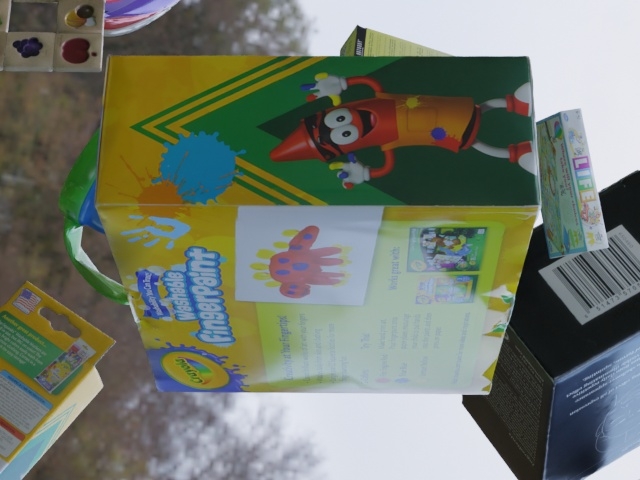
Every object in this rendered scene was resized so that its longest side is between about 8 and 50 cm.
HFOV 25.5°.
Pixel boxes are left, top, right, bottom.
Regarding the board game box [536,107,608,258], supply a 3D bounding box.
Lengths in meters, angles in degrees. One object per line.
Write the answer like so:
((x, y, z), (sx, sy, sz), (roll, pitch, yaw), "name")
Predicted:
((0.270, -0.061, 1.562), (0.103, 0.026, 0.154), (162, -82, -76), "board game box")

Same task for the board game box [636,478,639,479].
((0.469, 0.488, 1.986), (0.291, 0.141, 0.232), (-63, -174, -28), "board game box")

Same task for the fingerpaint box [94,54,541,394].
((0.000, 0.000, 1.377), (0.445, 0.371, 0.163), (86, 4, -64), "fingerpaint box")

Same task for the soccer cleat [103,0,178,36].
((-0.105, -0.305, 1.352), (0.108, 0.318, 0.116), (57, -4, 1), "soccer cleat")

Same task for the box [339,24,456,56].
((0.137, -0.184, 1.732), (0.058, 0.232, 0.087), (128, -28, -56), "box")

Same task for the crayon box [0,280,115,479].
((-0.499, 0.246, 2.269), (0.323, 0.203, 0.083), (-50, 158, -22), "crayon box")

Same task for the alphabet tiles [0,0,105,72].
((-0.283, -0.236, 1.221), (0.009, 0.198, 0.237), (96, -7, -54), "alphabet tiles")

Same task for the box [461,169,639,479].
((0.371, 0.144, 1.965), (0.212, 0.293, 0.395), (54, -16, 32), "box")

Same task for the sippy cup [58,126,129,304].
((-0.187, -0.065, 1.867), (0.240, 0.224, 0.305), (-51, 175, -43), "sippy cup")
